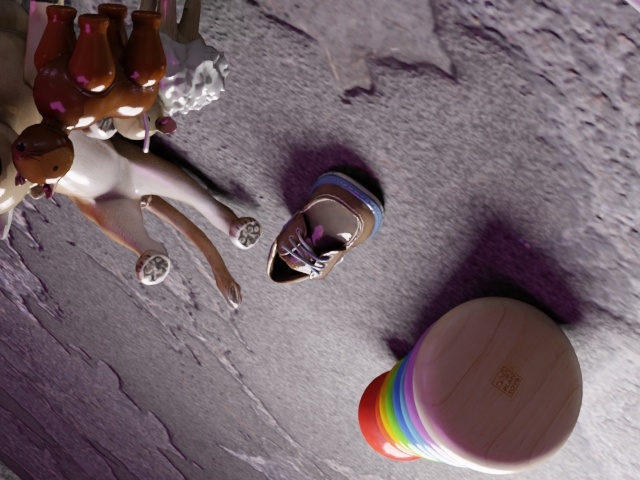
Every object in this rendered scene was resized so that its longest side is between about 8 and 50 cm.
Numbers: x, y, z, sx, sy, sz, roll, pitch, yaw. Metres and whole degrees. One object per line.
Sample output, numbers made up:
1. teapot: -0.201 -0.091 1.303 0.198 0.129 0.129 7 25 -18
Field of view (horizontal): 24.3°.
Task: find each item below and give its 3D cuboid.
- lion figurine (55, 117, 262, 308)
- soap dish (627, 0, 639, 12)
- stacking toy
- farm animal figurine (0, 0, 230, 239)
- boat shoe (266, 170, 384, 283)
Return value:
1. lion figurine: -0.226 -0.085 1.335 0.240 0.142 0.392 32 165 42
2. soap dish: 0.157 -0.202 0.576 0.291 0.118 0.229 39 158 -5
3. stacking toy: 0.110 0.140 1.319 0.141 0.141 0.330 38 164 -4
4. farm animal figurine: -0.254 -0.097 1.018 0.330 0.327 0.172 9 107 8
5. boat shoe: 0.000 0.000 1.257 0.066 0.066 0.183 37 158 -1
